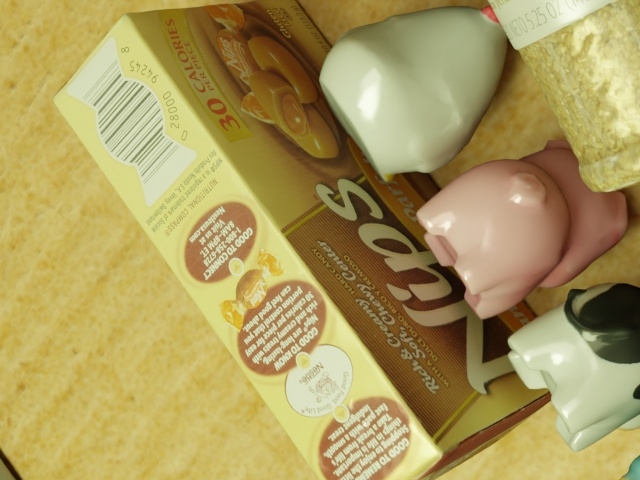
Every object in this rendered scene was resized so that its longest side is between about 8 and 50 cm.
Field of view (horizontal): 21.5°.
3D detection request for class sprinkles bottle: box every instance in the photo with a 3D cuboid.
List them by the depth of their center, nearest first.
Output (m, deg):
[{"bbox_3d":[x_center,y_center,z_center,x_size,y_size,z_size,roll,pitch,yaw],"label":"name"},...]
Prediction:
[{"bbox_3d":[0.112,-0.204,0.887,0.121,0.121,0.355,-27,94,34],"label":"sprinkles bottle"}]

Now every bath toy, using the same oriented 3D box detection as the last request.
[{"bbox_3d":[0.137,0.000,0.978,0.129,0.151,0.348,-34,74,-2],"label":"bath toy"}]

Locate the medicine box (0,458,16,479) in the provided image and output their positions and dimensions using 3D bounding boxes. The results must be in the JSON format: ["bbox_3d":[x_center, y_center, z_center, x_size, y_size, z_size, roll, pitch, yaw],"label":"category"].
[{"bbox_3d":[-0.372,0.273,1.345,0.263,0.149,0.289,51,122,14],"label":"medicine box"}]

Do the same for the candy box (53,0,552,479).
[{"bbox_3d":[0.000,0.000,1.029,0.087,0.183,0.316,-43,76,32],"label":"candy box"}]
